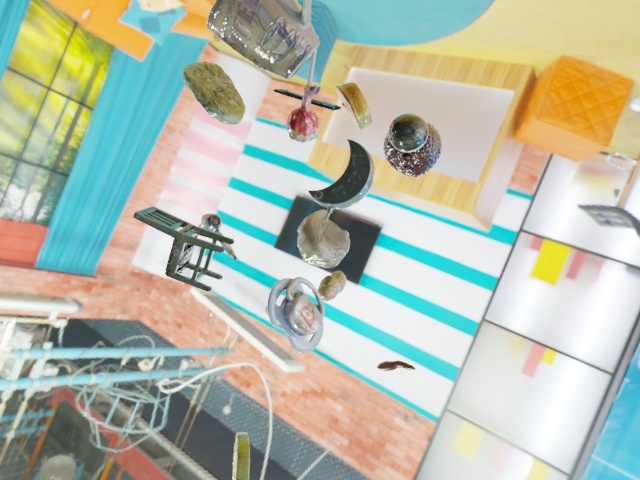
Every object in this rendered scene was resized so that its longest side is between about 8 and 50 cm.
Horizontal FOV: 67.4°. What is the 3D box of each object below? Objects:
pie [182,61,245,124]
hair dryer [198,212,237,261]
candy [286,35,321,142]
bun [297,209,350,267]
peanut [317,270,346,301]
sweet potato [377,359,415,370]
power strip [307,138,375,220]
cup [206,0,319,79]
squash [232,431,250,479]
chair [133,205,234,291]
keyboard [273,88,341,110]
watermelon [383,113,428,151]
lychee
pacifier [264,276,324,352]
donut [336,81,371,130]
[{"bbox_3d":[-0.320,-0.456,1.466,0.240,0.054,0.240,39,-148,-29],"label":"pie"},{"bbox_3d":[-0.447,-0.025,2.033,0.219,0.088,0.225,20,141,52],"label":"hair dryer"},{"bbox_3d":[-0.043,-0.517,1.664,0.124,0.365,0.124,9,-149,-5],"label":"candy"},{"bbox_3d":[-0.003,0.011,2.320,0.281,0.281,0.205,23,139,-25],"label":"bun"},{"bbox_3d":[0.062,0.222,2.376,0.101,0.117,0.263,18,-164,20],"label":"peanut"},{"bbox_3d":[0.365,0.598,2.285,0.214,0.050,0.050,-13,155,40],"label":"sweet potato"},{"bbox_3d":[0.058,-0.148,1.234,0.137,0.216,0.044,36,-179,26],"label":"power strip"},{"bbox_3d":[-0.113,-0.590,1.262,0.257,0.227,0.301,39,138,-13],"label":"cup"},{"bbox_3d":[-0.301,0.850,1.797,0.049,0.252,0.252,4,-176,-12],"label":"squash"},{"bbox_3d":[-0.405,0.024,1.384,0.270,0.147,0.136,21,-168,-2],"label":"chair"},{"bbox_3d":[-0.048,-0.518,1.766,0.250,0.017,0.087,21,-157,15],"label":"keyboard"},{"bbox_3d":[0.228,-0.288,1.304,0.105,0.133,0.105,59,165,27],"label":"watermelon"},{"bbox_3d":[0.405,-0.410,2.100,0.260,0.260,0.260,23,180,0],"label":"lychee"},{"bbox_3d":[-0.106,0.256,1.676,0.207,0.227,0.279,-17,120,38],"label":"pacifier"},{"bbox_3d":[0.133,-0.508,1.797,0.190,0.075,0.174,62,-177,14],"label":"donut"}]
